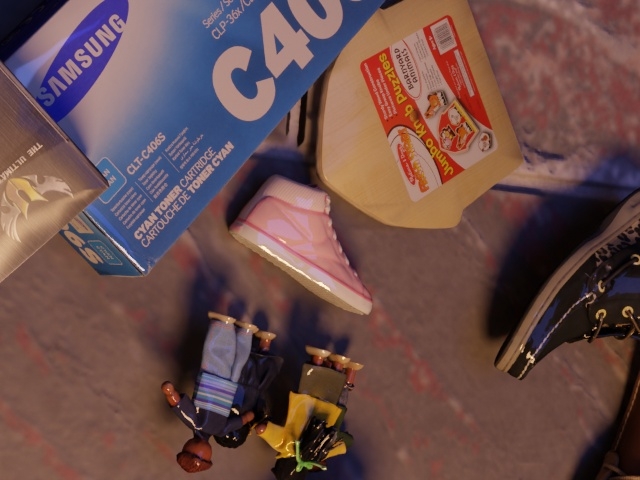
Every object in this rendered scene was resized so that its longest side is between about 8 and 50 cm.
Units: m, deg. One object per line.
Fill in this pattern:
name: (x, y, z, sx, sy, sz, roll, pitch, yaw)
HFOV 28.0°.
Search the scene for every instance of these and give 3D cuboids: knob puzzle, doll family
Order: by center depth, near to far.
doll family: (-0.040, 0.124, 0.936, 0.193, 0.076, 0.111, 22, 83, -28)
knob puzzle: (0.065, -0.096, 1.027, 0.213, 0.030, 0.213, -1, 92, -36)

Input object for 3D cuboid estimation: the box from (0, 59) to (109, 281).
box: (-0.268, -0.026, 0.733, 0.231, 0.056, 0.183, -41, 114, -4)

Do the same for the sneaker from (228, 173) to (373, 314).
sneaker: (0.000, 0.000, 0.969, 0.134, 0.051, 0.070, 36, 76, -26)

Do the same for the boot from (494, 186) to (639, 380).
boot: (0.277, 0.075, 1.095, 0.178, 0.085, 0.236, 41, 58, 12)

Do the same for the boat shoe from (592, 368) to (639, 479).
boat shoe: (0.291, 0.249, 1.139, 0.116, 0.123, 0.324, 14, 81, -32)

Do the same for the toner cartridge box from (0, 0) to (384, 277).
toner cartridge box: (-0.081, -0.155, 0.897, 0.165, 0.075, 0.348, 49, 65, -23)
